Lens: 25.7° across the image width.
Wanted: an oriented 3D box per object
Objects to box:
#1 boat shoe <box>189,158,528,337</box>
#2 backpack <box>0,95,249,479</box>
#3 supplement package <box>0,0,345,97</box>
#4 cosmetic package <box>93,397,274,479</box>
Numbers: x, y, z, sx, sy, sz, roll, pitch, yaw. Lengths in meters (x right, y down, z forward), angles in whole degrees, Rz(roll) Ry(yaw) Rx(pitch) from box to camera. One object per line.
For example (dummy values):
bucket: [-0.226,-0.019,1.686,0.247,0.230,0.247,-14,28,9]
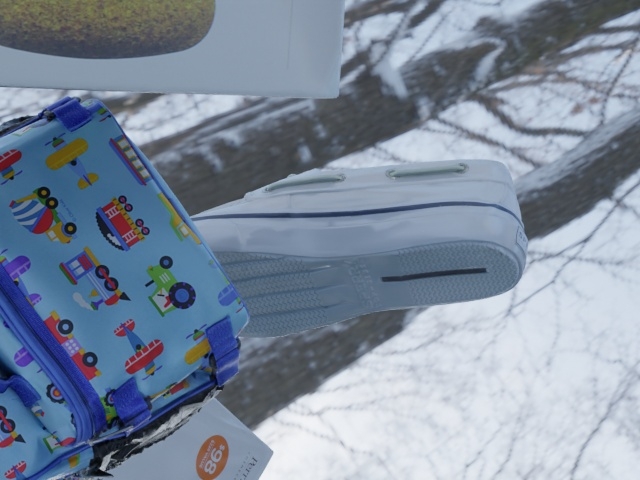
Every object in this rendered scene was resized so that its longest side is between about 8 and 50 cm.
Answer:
boat shoe: [0.000,0.000,0.775,0.226,0.075,0.083,-2,-41,8]
backpack: [-0.140,0.040,0.599,0.158,0.173,0.117,58,-26,3]
supplement package: [-0.124,-0.124,0.496,0.134,0.244,0.139,-159,-110,-64]
cosmetic package: [-0.231,0.282,1.294,0.097,0.377,0.284,15,-23,38]
